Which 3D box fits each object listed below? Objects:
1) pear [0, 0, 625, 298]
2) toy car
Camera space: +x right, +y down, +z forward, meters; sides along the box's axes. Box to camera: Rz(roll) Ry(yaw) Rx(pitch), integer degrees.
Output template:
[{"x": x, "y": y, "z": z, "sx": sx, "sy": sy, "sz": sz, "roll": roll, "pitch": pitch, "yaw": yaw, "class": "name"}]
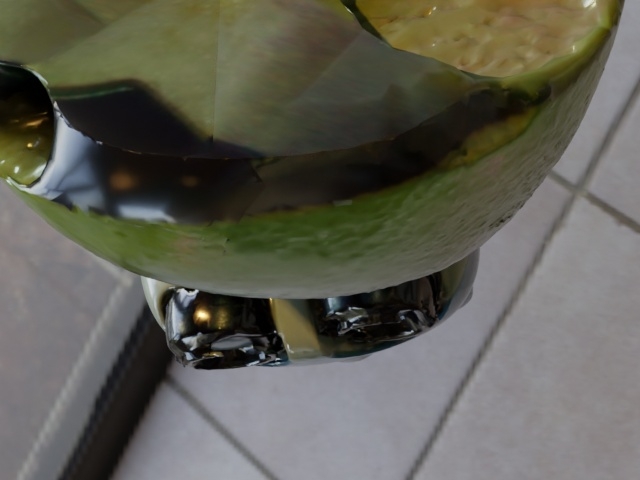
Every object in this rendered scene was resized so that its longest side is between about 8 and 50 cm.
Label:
[{"x": -0.025, "y": -0.098, "z": 0.851, "sx": 0.399, "sy": 0.399, "sz": 0.165, "roll": 31, "pitch": 143, "yaw": 36, "class": "pear"}, {"x": 0.000, "y": 0.000, "z": 1.087, "sx": 0.255, "sy": 0.190, "sz": 0.188, "roll": -12, "pitch": 72, "yaw": 17, "class": "toy car"}]
